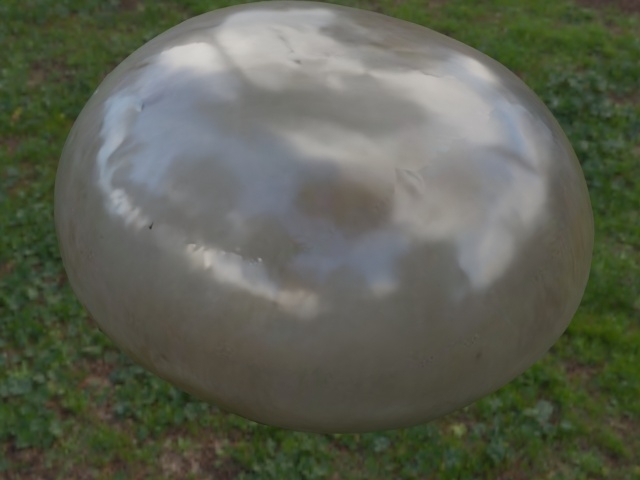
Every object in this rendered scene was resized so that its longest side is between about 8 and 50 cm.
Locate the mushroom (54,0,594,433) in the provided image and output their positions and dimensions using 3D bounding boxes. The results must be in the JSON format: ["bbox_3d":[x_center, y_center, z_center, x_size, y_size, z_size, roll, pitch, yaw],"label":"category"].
[{"bbox_3d":[0.000,0.000,0.760,0.362,0.294,0.362,8,32,-5],"label":"mushroom"}]
